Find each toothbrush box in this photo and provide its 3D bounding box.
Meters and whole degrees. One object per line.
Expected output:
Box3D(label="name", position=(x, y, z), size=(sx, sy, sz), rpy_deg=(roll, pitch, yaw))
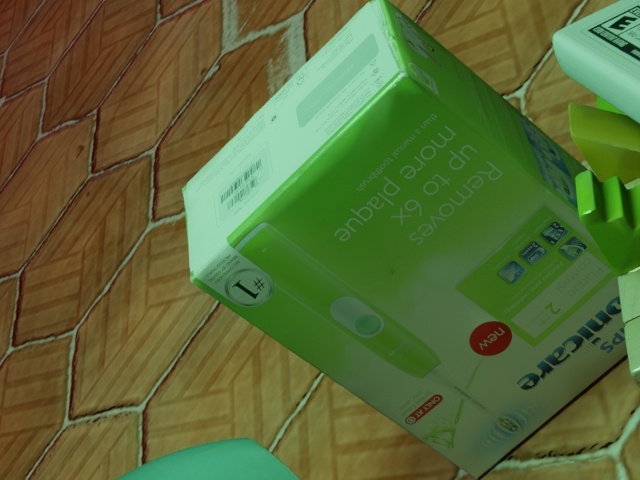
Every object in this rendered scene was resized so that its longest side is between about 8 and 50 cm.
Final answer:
Box3D(label="toothbrush box", position=(0.076, 0.004, 1.240), size=(0.206, 0.283, 0.122), rpy_deg=(-42, 30, 19))

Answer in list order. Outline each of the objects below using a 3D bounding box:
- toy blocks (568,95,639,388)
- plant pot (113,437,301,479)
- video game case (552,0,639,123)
Box3D(label="toy blocks", position=(0.310, -0.023, 1.055), size=(0.261, 0.191, 0.381), rpy_deg=(-26, 26, 20))
Box3D(label="plant pot", position=(-0.073, 0.274, 1.178), size=(0.235, 0.293, 0.293), rpy_deg=(-42, 25, -12))
Box3D(label="video game case", position=(0.332, -0.127, 1.032), size=(0.300, 0.036, 0.329), rpy_deg=(-27, 27, -6))
